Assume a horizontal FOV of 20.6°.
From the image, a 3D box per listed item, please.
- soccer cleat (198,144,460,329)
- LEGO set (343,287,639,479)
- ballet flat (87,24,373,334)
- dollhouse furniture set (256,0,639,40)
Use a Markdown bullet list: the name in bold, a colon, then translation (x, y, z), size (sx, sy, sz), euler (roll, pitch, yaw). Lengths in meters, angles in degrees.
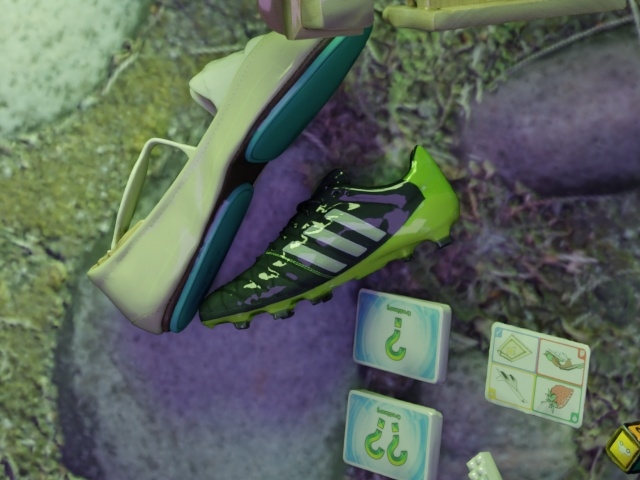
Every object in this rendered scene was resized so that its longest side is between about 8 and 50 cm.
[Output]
- **soccer cleat**: translation (0.000, 0.000, 1.109), size (0.179, 0.060, 0.072), euler (-25, 86, -2)
- **LEGO set**: translation (0.089, 0.138, 1.045), size (0.060, 0.244, 0.183), euler (-2, 100, -43)
- **ballet flat**: translation (-0.063, -0.058, 1.092), size (0.086, 0.086, 0.248), euler (32, 97, -3)
- **dollhouse furniture set**: translation (0.044, -0.281, 1.047), size (0.355, 0.174, 0.303), euler (-9, 102, -27)
